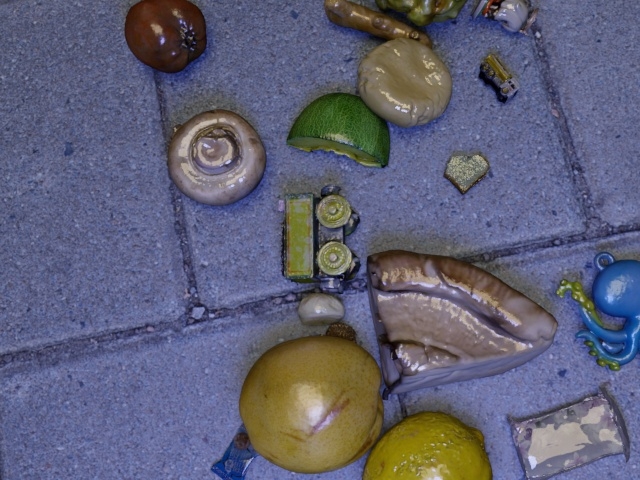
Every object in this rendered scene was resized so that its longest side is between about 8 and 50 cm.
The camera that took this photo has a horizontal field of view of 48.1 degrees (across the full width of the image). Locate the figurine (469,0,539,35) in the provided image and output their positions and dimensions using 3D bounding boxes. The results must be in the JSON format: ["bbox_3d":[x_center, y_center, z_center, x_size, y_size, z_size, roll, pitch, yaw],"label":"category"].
[{"bbox_3d":[0.472,-0.581,1.796,0.154,0.132,0.132,28,83,-2],"label":"figurine"}]

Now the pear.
[{"bbox_3d":[-0.016,0.355,1.564,0.315,0.314,0.314,-1,79,5],"label":"pear"}]

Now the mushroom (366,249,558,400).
[{"bbox_3d":[0.313,0.165,1.630,0.398,0.224,0.313,-8,64,-3],"label":"mushroom"}]

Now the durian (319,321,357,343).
[{"bbox_3d":[0.042,0.230,1.687,0.091,0.080,0.080,15,80,-3],"label":"durian"}]

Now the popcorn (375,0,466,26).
[{"bbox_3d":[0.247,-0.639,1.763,0.250,0.242,0.234,-1,81,9],"label":"popcorn"}]

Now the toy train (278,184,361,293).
[{"bbox_3d":[0.000,0.000,1.715,0.178,0.134,0.260,-4,77,13],"label":"toy train"}]

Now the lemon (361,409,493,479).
[{"bbox_3d":[0.222,0.507,1.524,0.258,0.258,0.310,44,93,12],"label":"lemon"}]

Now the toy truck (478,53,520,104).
[{"bbox_3d":[0.445,-0.404,1.789,0.063,0.052,0.123,-33,76,-8],"label":"toy truck"}]

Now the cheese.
[{"bbox_3d":[0.204,-0.380,1.749,0.214,0.117,0.226,-33,76,-23],"label":"cheese"}]

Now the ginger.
[{"bbox_3d":[0.147,-0.548,1.827,0.299,0.118,0.065,21,97,2],"label":"ginger"}]

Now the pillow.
[{"bbox_3d":[0.553,0.439,1.607,0.255,0.059,0.169,-18,77,4],"label":"pillow"}]

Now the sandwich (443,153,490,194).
[{"bbox_3d":[0.358,-0.175,1.759,0.105,0.035,0.093,-37,77,-3],"label":"sandwich"}]

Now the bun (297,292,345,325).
[{"bbox_3d":[0.001,0.158,1.694,0.115,0.115,0.069,-8,70,4],"label":"bun"}]

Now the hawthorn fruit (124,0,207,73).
[{"bbox_3d":[-0.417,-0.545,1.846,0.251,0.199,0.199,31,83,26],"label":"hawthorn fruit"}]

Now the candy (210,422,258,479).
[{"bbox_3d":[-0.185,0.504,1.679,0.088,0.038,0.136,30,76,24],"label":"candy"}]

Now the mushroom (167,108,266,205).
[{"bbox_3d":[-0.259,-0.204,1.756,0.255,0.184,0.254,0,93,3],"label":"mushroom"}]

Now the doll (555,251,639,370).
[{"bbox_3d":[0.746,0.157,1.637,0.346,0.099,0.341,-36,90,2],"label":"doll"}]

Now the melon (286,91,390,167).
[{"bbox_3d":[0.053,-0.296,1.770,0.265,0.129,0.169,13,77,9],"label":"melon"}]
